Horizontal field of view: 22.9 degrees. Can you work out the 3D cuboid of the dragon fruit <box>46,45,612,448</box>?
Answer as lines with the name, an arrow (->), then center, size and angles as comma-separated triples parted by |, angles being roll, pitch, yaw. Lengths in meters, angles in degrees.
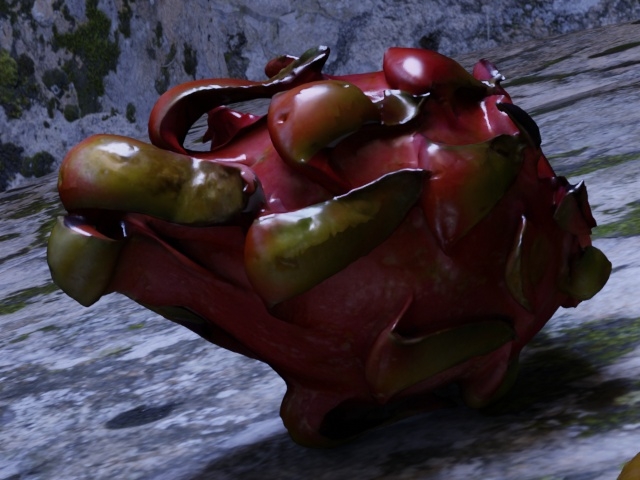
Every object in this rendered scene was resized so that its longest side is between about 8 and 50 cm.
dragon fruit -> 0.011, -0.014, 0.911 | 0.243, 0.307, 0.227 | -53, 26, -1

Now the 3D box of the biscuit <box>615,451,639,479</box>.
biscuit -> 0.191, 0.108, 0.661 | 0.145, 0.033, 0.224 | -16, 10, -7
